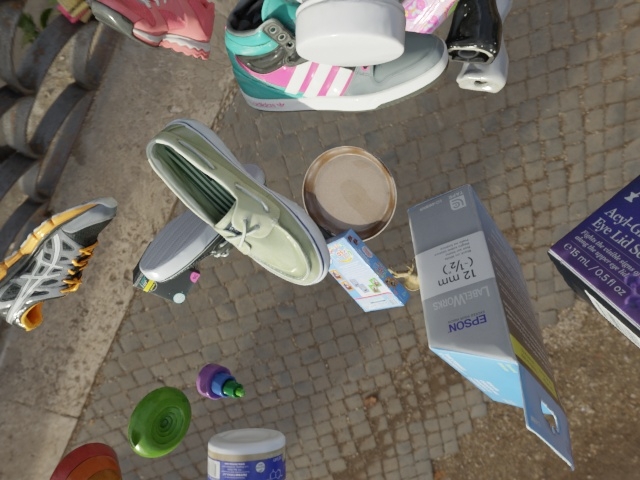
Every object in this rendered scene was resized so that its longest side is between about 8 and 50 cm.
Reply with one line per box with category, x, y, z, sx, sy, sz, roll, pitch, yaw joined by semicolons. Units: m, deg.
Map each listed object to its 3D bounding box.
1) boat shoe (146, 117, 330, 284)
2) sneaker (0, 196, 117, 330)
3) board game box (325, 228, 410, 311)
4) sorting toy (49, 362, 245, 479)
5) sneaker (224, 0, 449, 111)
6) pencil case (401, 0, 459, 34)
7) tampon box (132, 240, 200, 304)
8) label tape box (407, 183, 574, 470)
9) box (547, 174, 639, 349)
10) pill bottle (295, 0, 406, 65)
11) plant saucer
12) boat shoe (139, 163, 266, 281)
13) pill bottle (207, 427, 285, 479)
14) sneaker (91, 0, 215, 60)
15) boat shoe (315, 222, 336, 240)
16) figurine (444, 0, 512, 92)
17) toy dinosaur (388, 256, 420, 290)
boat shoe;-0.113;-0.036;0.663;0.302;0.094;0.109;42;121;-9
sneaker;-0.323;0.026;0.597;0.214;0.084;0.083;-39;99;11
board game box;0.091;0.077;1.147;0.211;0.160;0.039;47;61;-11
sorting toy;-0.269;0.348;0.843;0.365;0.126;0.127;-34;118;-44
sneaker;0.004;-0.263;0.604;0.295;0.124;0.178;-1;152;19
pencil case;0.278;-0.609;1.278;0.124;0.124;0.284;30;140;-17
tampon box;-0.471;0.100;1.476;0.161;0.101;0.121;28;100;-29
label tape box;0.245;0.130;0.704;0.115;0.348;0.249;-21;139;28
box;0.338;0.008;0.407;0.207;0.153;0.108;-44;126;11
pill bottle;0.028;-0.296;0.435;0.136;0.136;0.246;0;95;-8
plant saucer;0.094;-0.147;1.547;0.310;0.050;0.311;6;107;19
boat shoe;-0.217;-0.020;1.010;0.335;0.121;0.119;-46;134;-26
pill bottle;-0.103;0.373;0.681;0.111;0.112;0.187;0;81;-8
sneaker;-0.322;-0.463;0.968;0.115;0.314;0.136;31;111;13
boat shoe;0.000;0.000;1.378;0.233;0.079;0.084;38;120;-4
figurine;0.301;-0.402;0.868;0.092;0.214;0.210;12;90;27
toy dinosaur;0.283;0.105;1.365;0.093;0.183;0.053;-56;141;-10
